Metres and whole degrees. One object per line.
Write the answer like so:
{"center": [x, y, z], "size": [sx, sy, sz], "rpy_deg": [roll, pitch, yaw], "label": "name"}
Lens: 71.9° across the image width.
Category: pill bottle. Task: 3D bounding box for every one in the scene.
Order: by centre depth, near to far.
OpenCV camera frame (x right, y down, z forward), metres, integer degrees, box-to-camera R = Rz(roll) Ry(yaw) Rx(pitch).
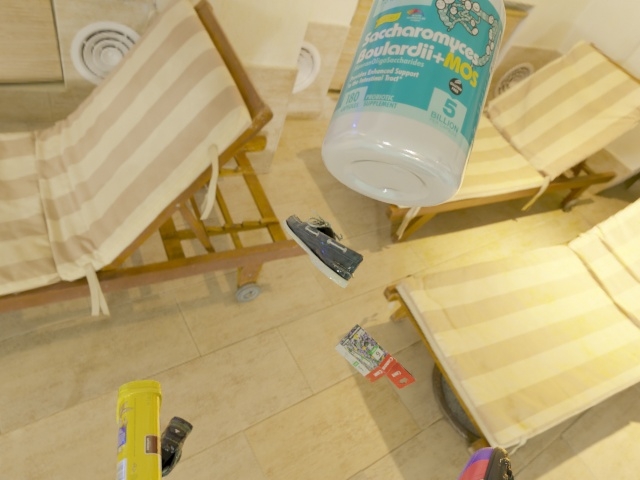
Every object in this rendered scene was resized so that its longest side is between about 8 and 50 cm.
{"center": [0.106, -0.180, 0.469], "size": [0.146, 0.146, 0.264], "rpy_deg": [19, 77, -6], "label": "pill bottle"}

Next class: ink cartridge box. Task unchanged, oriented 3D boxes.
{"center": [0.078, 0.180, 0.647], "size": [0.115, 0.063, 0.029], "rpy_deg": [42, 58, 10], "label": "ink cartridge box"}

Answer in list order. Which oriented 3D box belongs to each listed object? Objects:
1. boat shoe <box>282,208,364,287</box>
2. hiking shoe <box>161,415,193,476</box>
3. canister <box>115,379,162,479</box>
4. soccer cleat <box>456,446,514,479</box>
{"center": [0.000, 0.000, 0.896], "size": [0.095, 0.079, 0.254], "rpy_deg": [37, 4, -34], "label": "boat shoe"}
{"center": [-0.413, 0.560, 1.147], "size": [0.086, 0.226, 0.114], "rpy_deg": [28, 28, 3], "label": "hiking shoe"}
{"center": [-0.304, 0.343, 0.739], "size": [0.073, 0.126, 0.169], "rpy_deg": [3, 43, -24], "label": "canister"}
{"center": [0.102, 0.347, 0.442], "size": [0.117, 0.108, 0.318], "rpy_deg": [10, 56, 40], "label": "soccer cleat"}
